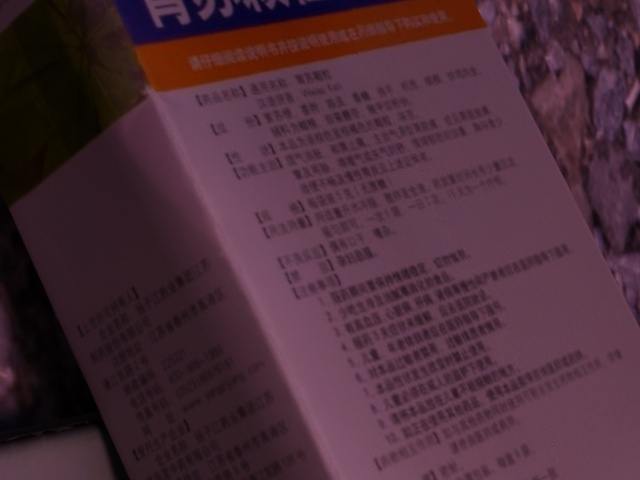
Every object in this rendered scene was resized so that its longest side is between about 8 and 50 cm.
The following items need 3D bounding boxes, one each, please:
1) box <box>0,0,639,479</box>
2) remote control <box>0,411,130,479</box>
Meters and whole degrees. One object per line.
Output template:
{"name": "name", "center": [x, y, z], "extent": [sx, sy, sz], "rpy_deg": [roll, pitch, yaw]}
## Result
{"name": "box", "center": [0.000, 0.000, 0.717], "extent": [0.200, 0.106, 0.299], "rpy_deg": [-17, 77, -47]}
{"name": "remote control", "center": [-0.048, 0.132, 0.729], "extent": [0.344, 0.050, 0.145], "rpy_deg": [-7, 86, -46]}
